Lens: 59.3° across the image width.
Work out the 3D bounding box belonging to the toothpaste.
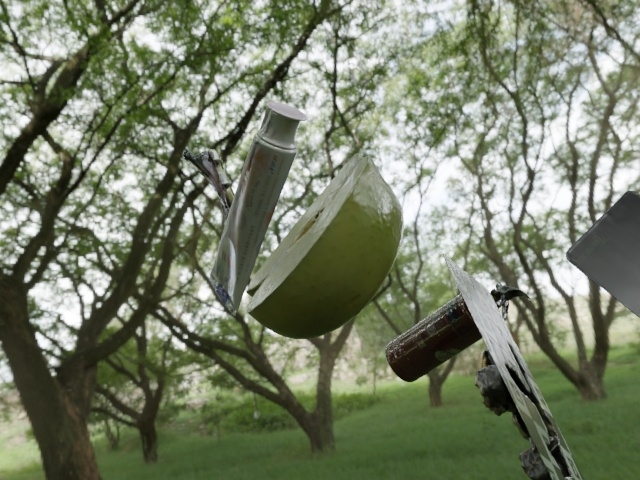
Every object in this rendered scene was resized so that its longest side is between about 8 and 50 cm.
[{"bbox_3d":[-0.102,-0.043,0.834,0.066,0.100,0.323,0,-56,-41],"label":"toothpaste"}]

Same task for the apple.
[{"bbox_3d":[0.000,0.000,1.063,0.360,0.320,0.311,-50,-35,1],"label":"apple"}]

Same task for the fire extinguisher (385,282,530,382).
[{"bbox_3d":[0.288,0.186,1.171,0.344,0.102,0.138,-42,11,30],"label":"fire extinguisher"}]

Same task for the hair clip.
[{"bbox_3d":[-0.193,-0.105,1.045,0.056,0.187,0.146,-27,-24,-19],"label":"hair clip"}]

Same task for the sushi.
[{"bbox_3d":[0.201,0.161,0.616,0.043,0.280,0.192,-32,-32,19],"label":"sushi"}]

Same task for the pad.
[{"bbox_3d":[0.268,0.017,0.445,0.157,0.112,0.003,-30,-25,-40],"label":"pad"}]
